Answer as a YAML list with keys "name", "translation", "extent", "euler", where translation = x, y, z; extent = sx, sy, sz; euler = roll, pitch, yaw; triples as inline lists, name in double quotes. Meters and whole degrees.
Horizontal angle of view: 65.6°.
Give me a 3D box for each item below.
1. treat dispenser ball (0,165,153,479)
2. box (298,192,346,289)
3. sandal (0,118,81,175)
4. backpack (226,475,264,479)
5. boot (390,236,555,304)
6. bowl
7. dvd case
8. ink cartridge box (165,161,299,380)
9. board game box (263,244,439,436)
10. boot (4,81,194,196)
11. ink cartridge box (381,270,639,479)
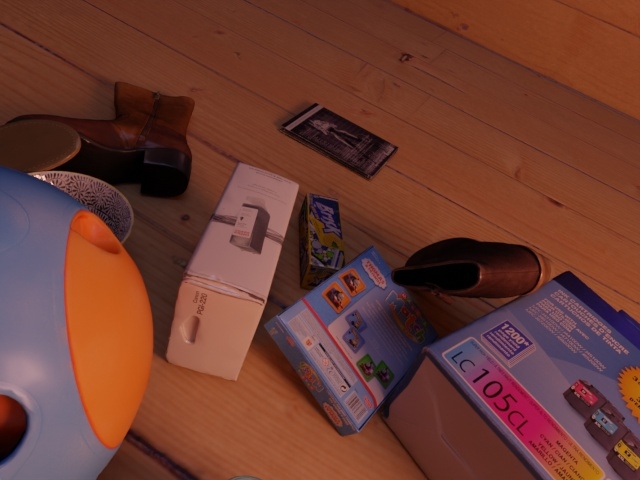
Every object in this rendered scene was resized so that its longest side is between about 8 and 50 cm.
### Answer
- name: "treat dispenser ball"
  translation: [-0.274, 0.083, 0.367]
  extent: [0.288, 0.288, 0.288]
  euler: [13, 40, -11]
- name: "box"
  translation: [0.000, 0.000, 0.776]
  extent: [0.059, 0.054, 0.169]
  euler: [12, 41, -14]
- name: "sandal"
  translation: [-0.433, -0.089, 0.663]
  extent: [0.240, 0.079, 0.088]
  euler: [-20, 69, -13]
- name: "backpack"
  translation: [-0.039, 0.277, 0.397]
  extent: [0.182, 0.115, 0.152]
  euler: [33, 43, 17]
- name: "boot"
  translation: [0.163, 0.036, 0.673]
  extent: [0.207, 0.248, 0.090]
  euler: [2, 86, -40]
- name: "bowl"
  translation: [-0.320, -0.003, 0.608]
  extent: [0.170, 0.080, 0.170]
  euler: [13, 40, -11]
- name: "dvd case"
  translation: [0.044, -0.217, 1.073]
  extent: [0.221, 0.018, 0.164]
  euler: [31, 41, 9]
- name: "ink cartridge box"
  translation: [-0.103, 0.033, 0.607]
  extent: [0.092, 0.158, 0.218]
  euler: [19, 40, -5]
- name: "board game box"
  translation: [0.050, 0.116, 0.640]
  extent: [0.211, 0.039, 0.160]
  euler: [-32, 85, -44]
- name: "boot"
  translation: [-0.339, -0.203, 0.816]
  extent: [0.264, 0.096, 0.280]
  euler: [5, 41, -19]
- name: "ink cartridge box"
  translation: [0.312, 0.204, 0.622]
  extent: [0.395, 0.151, 0.270]
  euler: [-15, 52, -39]
